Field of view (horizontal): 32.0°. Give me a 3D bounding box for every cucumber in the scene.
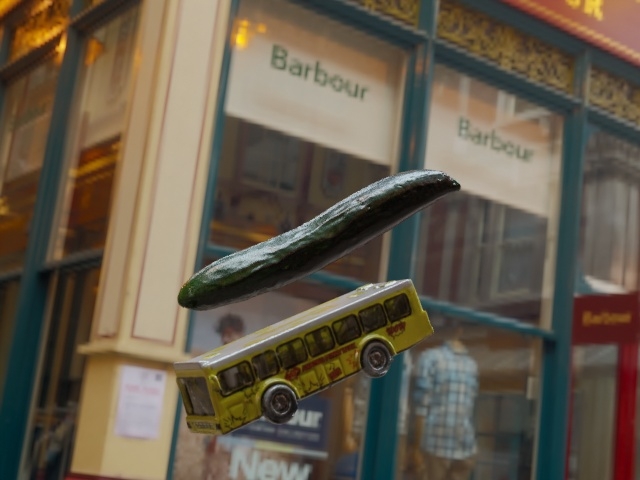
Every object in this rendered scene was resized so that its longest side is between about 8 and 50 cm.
[{"bbox_3d":[0.000,0.000,0.659,0.184,0.033,0.036,-27,-23,-18],"label":"cucumber"}]

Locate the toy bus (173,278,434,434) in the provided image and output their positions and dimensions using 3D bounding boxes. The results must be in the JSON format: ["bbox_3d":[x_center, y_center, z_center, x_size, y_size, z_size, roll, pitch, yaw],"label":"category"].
[{"bbox_3d":[-0.010,0.100,0.959,0.226,0.074,0.081,-21,5,-29],"label":"toy bus"}]
